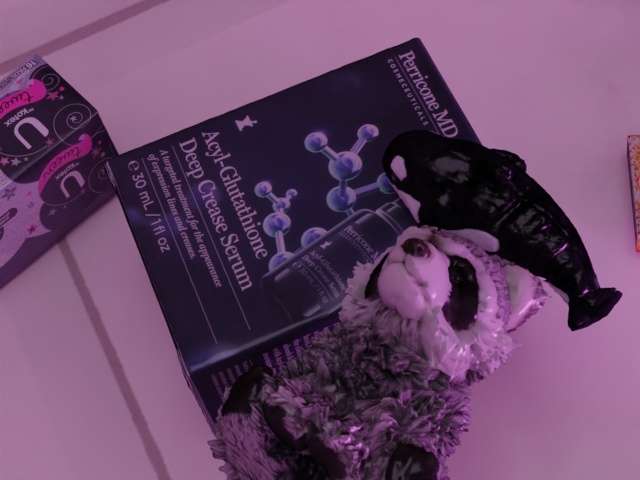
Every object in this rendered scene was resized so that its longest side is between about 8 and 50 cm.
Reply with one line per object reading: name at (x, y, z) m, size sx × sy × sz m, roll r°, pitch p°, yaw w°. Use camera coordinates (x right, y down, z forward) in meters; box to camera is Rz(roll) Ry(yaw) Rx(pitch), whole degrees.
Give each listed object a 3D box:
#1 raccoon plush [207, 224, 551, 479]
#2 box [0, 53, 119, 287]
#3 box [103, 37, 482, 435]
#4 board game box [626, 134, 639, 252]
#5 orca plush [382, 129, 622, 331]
raccoon plush at (0.050, 0.180, 1.198) m, size 0.216 × 0.446 × 0.299 m, roll 36°, pitch 51°, yaw 13°
box at (-0.385, -0.078, 1.502) m, size 0.247 × 0.163 × 0.142 m, roll -42°, pitch 63°, yaw -15°
box at (0.000, 0.000, 1.387) m, size 0.395 × 0.212 × 0.293 m, roll -23°, pitch 61°, yaw -6°
board game box at (0.469, -0.062, 1.444) m, size 0.193 × 0.045 × 0.147 m, roll -2°, pitch 58°, yaw 11°
orca plush at (0.171, -0.028, 1.202) m, size 0.151 × 0.102 × 0.287 m, roll -30°, pitch 63°, yaw -10°
